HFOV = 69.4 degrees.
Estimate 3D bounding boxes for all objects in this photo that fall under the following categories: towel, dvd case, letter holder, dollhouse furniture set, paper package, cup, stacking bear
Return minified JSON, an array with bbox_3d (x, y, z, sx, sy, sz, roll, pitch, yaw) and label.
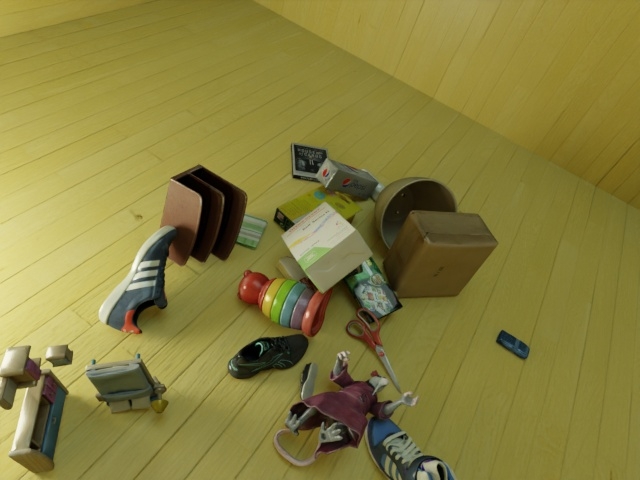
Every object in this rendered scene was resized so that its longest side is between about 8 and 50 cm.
[{"bbox_3d":[0.719,0.386,1.722,0.120,0.029,0.067,33,45,11],"label":"towel"},{"bbox_3d":[-0.046,-0.359,2.138,0.180,0.029,0.238,7,47,-14],"label":"dvd case"},{"bbox_3d":[-0.389,-0.055,1.523,0.215,0.301,0.152,31,34,8],"label":"letter holder"},{"bbox_3d":[-0.536,0.385,1.086,0.304,0.286,0.198,-6,50,-10],"label":"dollhouse furniture set"},{"bbox_3d":[0.431,0.056,1.716,0.310,0.324,0.168,1,48,-18],"label":"paper package"},{"bbox_3d":[-0.276,-0.036,1.763,0.113,0.023,0.151,18,47,-1],"label":"towel"},{"bbox_3d":[0.353,-0.124,1.898,0.332,0.330,0.237,1,22,-19],"label":"cup"},{"bbox_3d":[-0.132,0.189,1.510,0.289,0.175,0.164,20,17,15],"label":"stacking bear"}]

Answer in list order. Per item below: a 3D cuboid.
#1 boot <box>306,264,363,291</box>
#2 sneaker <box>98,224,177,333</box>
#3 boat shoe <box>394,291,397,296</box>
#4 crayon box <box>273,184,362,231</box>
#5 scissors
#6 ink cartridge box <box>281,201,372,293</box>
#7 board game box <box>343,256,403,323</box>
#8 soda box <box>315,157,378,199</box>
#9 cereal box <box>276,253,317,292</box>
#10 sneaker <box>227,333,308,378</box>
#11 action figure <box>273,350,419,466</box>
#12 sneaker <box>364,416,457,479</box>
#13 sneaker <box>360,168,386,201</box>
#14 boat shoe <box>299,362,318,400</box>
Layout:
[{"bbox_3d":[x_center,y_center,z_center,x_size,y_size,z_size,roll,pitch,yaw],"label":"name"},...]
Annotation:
[{"bbox_3d":[0.016,0.070,1.640,0.179,0.085,0.236,-31,50,-16],"label":"boot"},{"bbox_3d":[-0.509,0.124,1.411,0.148,0.131,0.349,28,74,-1],"label":"sneaker"},{"bbox_3d":[0.221,0.227,1.679,0.137,0.049,0.043,-39,32,-27],"label":"boat shoe"},{"bbox_3d":[-0.005,-0.103,1.878,0.319,0.081,0.202,-30,64,-37],"label":"crayon box"},{"bbox_3d":[0.202,0.355,1.532,0.109,0.021,0.297,-40,66,-4],"label":"scissors"},{"bbox_3d":[0.000,0.000,1.546,0.207,0.119,0.353,-38,29,-2],"label":"ink cartridge box"},{"bbox_3d":[0.170,0.159,1.660,0.136,0.030,0.259,-23,65,-13],"label":"board game box"},{"bbox_3d":[0.119,-0.261,1.978,0.287,0.098,0.091,8,33,-47],"label":"soda box"},{"bbox_3d":[-0.018,0.102,1.703,0.240,0.047,0.173,-24,63,-36],"label":"cereal box"},{"bbox_3d":[-0.145,0.340,1.399,0.268,0.106,0.101,-15,54,-32],"label":"sneaker"},{"bbox_3d":[0.091,0.484,1.314,0.248,0.275,0.370,37,24,25],"label":"action figure"},{"bbox_3d":[0.253,0.580,1.225,0.130,0.236,0.322,-10,53,-27],"label":"sneaker"},{"bbox_3d":[0.258,-0.243,2.119,0.094,0.080,0.212,-13,60,-44],"label":"sneaker"},{"bbox_3d":[-0.043,0.428,1.401,0.046,0.038,0.125,49,40,-34],"label":"boat shoe"}]
